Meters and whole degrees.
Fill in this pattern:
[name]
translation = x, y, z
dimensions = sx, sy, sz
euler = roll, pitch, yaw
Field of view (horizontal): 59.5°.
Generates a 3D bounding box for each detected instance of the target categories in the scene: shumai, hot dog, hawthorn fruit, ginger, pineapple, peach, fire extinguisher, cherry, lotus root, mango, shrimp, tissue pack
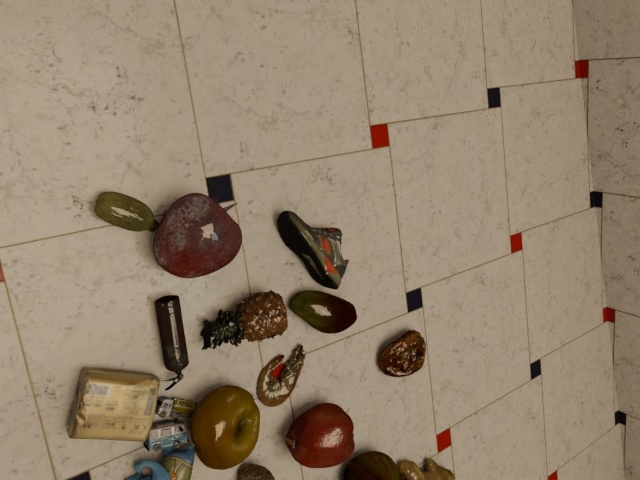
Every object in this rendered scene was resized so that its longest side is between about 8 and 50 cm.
[shumai]
translation = -0.204, 0.809, 1.835
dimensions = 0.145, 0.146, 0.116
euler = -55, 158, -17
[hot dog]
translation = 0.324, 0.438, 2.164
dimensions = 0.227, 0.099, 0.160
euler = -27, 109, -27
[hawthorn fruit]
translation = -0.018, 0.661, 1.891
dimensions = 0.263, 0.210, 0.210
euler = 3, 94, -26
[ginger]
translation = 0.391, 0.998, 2.283
dimensions = 0.236, 0.166, 0.375
euler = 50, 35, 9
[pineapple]
translation = -0.246, 0.257, 1.734
dimensions = 0.279, 0.158, 0.157
euler = -16, 104, -19
[peach]
translation = -0.285, 0.564, 1.705
dimensions = 0.251, 0.153, 0.251
euler = 0, 90, -66
[fire extinguisher]
translation = -0.437, 0.299, 1.631
dimensions = 0.089, 0.072, 0.267
euler = -15, 104, -42
[cherry]
translation = -0.338, -0.018, 1.584
dimensions = 0.285, 0.213, 0.236
euler = -41, 111, -16
[lotus root]
translation = -0.522, -0.073, 1.530
dimensions = 0.183, 0.077, 0.090
euler = 27, 80, -32
[mango]
translation = 0.016, 0.248, 1.921
dimensions = 0.268, 0.111, 0.133
euler = 20, 95, -30
[shrimp]
translation = -0.132, 0.446, 1.885
dimensions = 0.133, 0.053, 0.236
euler = 33, 79, -12
[tissue pack]
translation = -0.568, 0.455, 1.548
dimensions = 0.222, 0.090, 0.186
euler = 15, 84, -36

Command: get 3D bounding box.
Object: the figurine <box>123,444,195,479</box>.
[figurine]
translation = -0.474, 0.712, 1.624
dimensions = 0.180, 0.154, 0.261
euler = 32, 59, -24

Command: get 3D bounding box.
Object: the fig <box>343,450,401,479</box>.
[fig]
translation = 0.238, 0.887, 2.014
dimensions = 0.217, 0.321, 0.216
euler = 0, 90, -36

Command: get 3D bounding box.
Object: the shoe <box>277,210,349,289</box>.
[shoe]
translation = 0.000, 0.000, 1.877
dimensions = 0.171, 0.132, 0.336
euler = -50, 122, -26

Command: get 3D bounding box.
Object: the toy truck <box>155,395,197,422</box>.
[toy truck]
translation = -0.432, 0.501, 1.670
dimensions = 0.123, 0.052, 0.062
euler = 26, 76, -35

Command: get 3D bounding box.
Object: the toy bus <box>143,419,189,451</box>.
[toy bus]
translation = -0.456, 0.573, 1.657
dimensions = 0.123, 0.060, 0.074
euler = -2, 92, -32
